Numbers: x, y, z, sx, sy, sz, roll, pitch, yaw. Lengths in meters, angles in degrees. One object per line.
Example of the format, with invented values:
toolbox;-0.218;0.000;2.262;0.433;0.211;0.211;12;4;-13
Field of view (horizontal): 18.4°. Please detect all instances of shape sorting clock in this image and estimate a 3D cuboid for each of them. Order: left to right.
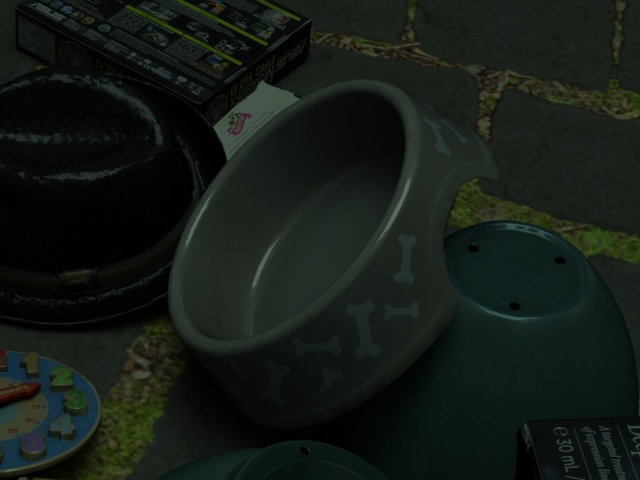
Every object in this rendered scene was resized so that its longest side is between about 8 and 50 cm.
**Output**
shape sorting clock;-0.302;0.153;1.794;0.206;0.040;0.206;2;24;-1

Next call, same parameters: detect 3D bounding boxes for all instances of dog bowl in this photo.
dog bowl;0.000;0.000;1.827;0.102;0.349;0.348;40;30;-31

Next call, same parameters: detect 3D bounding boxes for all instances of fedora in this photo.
fedora;-0.257;-0.077;1.944;0.334;0.152;0.334;0;60;-1

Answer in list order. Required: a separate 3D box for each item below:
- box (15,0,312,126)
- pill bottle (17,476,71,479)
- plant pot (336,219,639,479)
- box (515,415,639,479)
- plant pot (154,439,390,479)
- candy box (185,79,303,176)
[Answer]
box;-0.180;-0.238;2.262;0.270;0.060;0.216;28;45;22
pill bottle;-0.208;0.242;1.716;0.116;0.065;0.065;4;42;-3
plant pot;0.166;0.097;1.835;0.290;0.195;0.290;4;42;-3
box;0.368;0.295;1.556;0.396;0.212;0.293;-2;26;-4
plant pot;-0.033;0.277;1.530;0.293;0.196;0.293;19;45;-20
candy box;-0.025;-0.069;2.087;0.196;0.070;0.165;26;45;19
